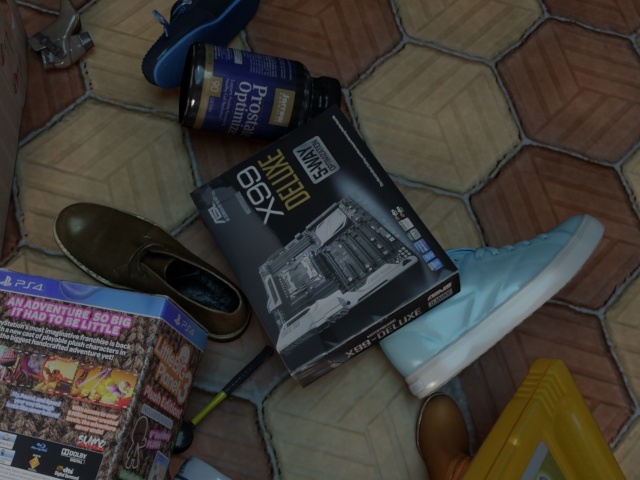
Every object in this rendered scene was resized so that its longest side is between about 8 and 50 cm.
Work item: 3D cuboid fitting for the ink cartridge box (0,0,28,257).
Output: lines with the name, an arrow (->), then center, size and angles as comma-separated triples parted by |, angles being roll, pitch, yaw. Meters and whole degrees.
ink cartridge box -> -0.463, -0.189, 0.984 | 0.091, 0.308, 0.384 | 1, 69, -7

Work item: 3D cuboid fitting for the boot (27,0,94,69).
boot -> -0.404, -0.317, 1.182 | 0.087, 0.042, 0.118 | -27, 74, -13

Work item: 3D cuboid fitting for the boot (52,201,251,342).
boot -> -0.227, 0.024, 1.035 | 0.305, 0.115, 0.112 | 29, 72, 7

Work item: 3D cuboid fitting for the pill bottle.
pill bottle -> -0.087, -0.207, 1.121 | 0.219, 0.123, 0.122 | 7, 68, -17

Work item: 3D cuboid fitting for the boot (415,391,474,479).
boot -> 0.172, 0.276, 0.960 | 0.073, 0.152, 0.197 | -1, 70, -6

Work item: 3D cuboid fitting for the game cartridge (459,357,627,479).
game cartridge -> 0.253, 0.345, 0.887 | 0.323, 0.053, 0.285 | -46, 115, -32

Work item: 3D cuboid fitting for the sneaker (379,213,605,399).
sneaker -> 0.229, 0.049, 1.062 | 0.366, 0.135, 0.150 | -36, 80, -18

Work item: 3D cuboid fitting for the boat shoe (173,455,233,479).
boat shoe -> -0.048, 0.413, 0.896 | 0.367, 0.136, 0.156 | 32, 69, 9

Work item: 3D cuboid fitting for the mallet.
mallet -> -0.134, 0.209, 1.021 | 0.039, 0.062, 0.190 | 45, 57, 6

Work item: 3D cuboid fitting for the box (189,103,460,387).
box -> 0.000, 0.000, 1.030 | 0.242, 0.076, 0.307 | -31, 63, -2

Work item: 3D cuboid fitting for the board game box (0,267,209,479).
board game box -> -0.297, 0.204, 0.911 | 0.232, 0.141, 0.291 | 8, 68, 17

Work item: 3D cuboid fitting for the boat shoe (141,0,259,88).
boat shoe -> -0.193, -0.323, 1.188 | 0.089, 0.109, 0.258 | 30, 53, 13
